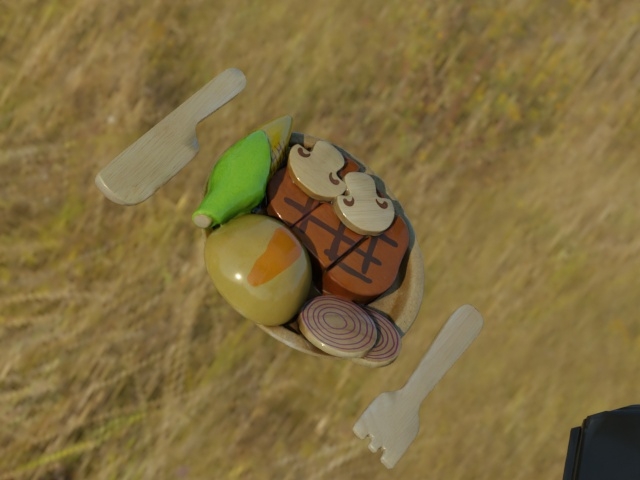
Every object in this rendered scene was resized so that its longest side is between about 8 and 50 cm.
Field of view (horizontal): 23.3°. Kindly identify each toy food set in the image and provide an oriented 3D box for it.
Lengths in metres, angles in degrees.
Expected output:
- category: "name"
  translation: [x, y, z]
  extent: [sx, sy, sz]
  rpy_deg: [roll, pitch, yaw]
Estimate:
- category: "toy food set"
  translation: [0.000, 0.000, 0.736]
  extent: [0.192, 0.038, 0.132]
  rpy_deg: [44, 47, -3]

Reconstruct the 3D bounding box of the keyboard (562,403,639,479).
- category: "keyboard"
  translation: [0.185, 0.213, 0.652]
  extent: [0.033, 0.201, 0.317]
  rpy_deg: [56, 40, -50]
